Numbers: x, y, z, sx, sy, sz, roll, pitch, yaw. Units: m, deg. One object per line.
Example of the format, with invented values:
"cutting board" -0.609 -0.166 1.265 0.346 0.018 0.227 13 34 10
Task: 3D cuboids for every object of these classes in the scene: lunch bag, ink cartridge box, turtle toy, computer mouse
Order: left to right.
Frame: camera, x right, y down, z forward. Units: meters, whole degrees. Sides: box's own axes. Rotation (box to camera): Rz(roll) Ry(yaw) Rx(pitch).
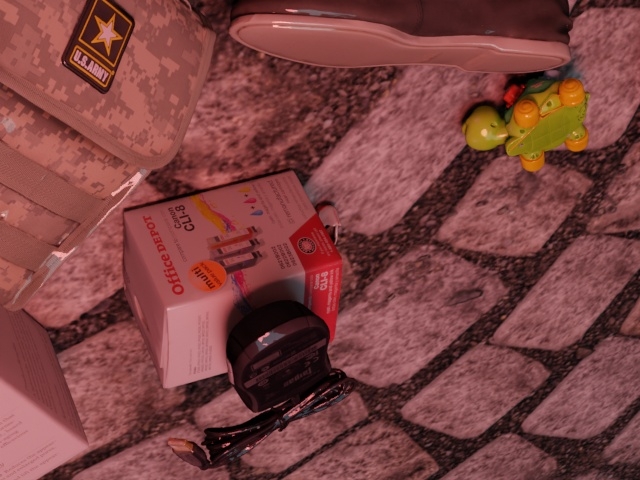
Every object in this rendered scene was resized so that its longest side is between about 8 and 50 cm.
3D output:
"lunch bag" -0.237 -0.119 1.223 0.287 0.169 0.235 -45 138 10
"ink cartridge box" -0.087 0.036 1.529 0.176 0.128 0.127 -16 143 -18
"computer mouse" -0.071 0.129 1.498 0.184 0.060 0.262 -30 158 -2
"turtle toy" 0.203 -0.120 1.582 0.130 0.066 0.095 -24 143 -5

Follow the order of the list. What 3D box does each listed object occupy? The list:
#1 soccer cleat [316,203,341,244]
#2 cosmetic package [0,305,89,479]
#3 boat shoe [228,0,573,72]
"soccer cleat" 0.000 0.000 1.620 0.029 0.035 0.083 -4 137 -30
"cosmetic package" -0.334 0.135 1.469 0.151 0.151 0.183 -32 142 5
"boat shoe" 0.071 -0.204 1.396 0.335 0.095 0.112 1 170 -29
